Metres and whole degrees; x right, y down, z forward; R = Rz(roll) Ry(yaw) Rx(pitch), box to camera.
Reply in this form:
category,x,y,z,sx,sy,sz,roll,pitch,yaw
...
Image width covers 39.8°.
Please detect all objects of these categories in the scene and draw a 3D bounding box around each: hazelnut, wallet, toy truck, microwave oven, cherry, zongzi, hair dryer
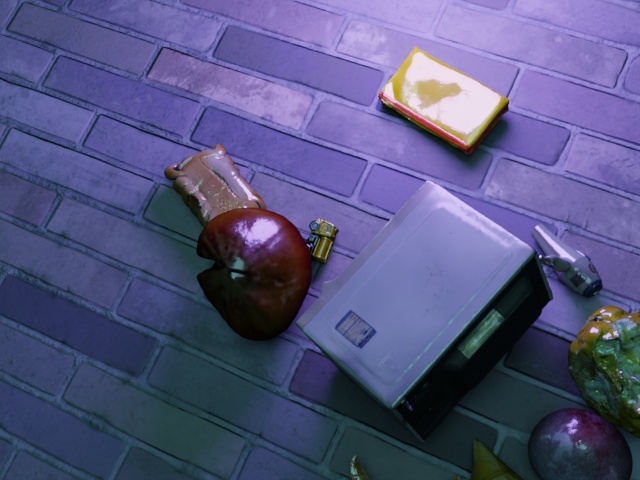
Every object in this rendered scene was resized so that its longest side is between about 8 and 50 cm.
category,x,y,z,sx,sy,sz,roll,pitch,yaw
hazelnut,-0.124,0.063,1.643,0.217,0.217,0.251,-10,93,8
wallet,0.245,-0.277,1.781,0.241,0.067,0.141,37,86,25
toy truck,0.000,0.000,1.734,0.054,0.049,0.083,17,76,16
microwave oven,0.189,0.129,1.543,0.355,0.218,0.286,-47,54,-7
cherry,0.426,0.347,1.459,0.176,0.176,0.140,26,54,19
zongzi,0.339,0.433,1.497,0.194,0.099,0.197,13,44,-1
hair dryer,0.406,0.019,1.585,0.067,0.199,0.167,-52,40,19

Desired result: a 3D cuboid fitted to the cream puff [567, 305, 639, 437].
category,x,y,z,sx,sy,sz,roll,pitch,yaw
cream puff,0.524,0.214,1.490,0.195,0.195,0.221,-30,85,0

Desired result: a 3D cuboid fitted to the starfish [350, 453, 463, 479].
category,x,y,z,sx,sy,sz,roll,pitch,yaw
starfish,0.154,0.496,1.524,0.231,0.048,0.295,-20,73,-2

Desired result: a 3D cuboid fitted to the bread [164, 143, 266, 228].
category,x,y,z,sx,sy,sz,roll,pitch,yaw
bread,-0.211,-0.096,1.795,0.134,0.081,0.225,-34,66,-7
